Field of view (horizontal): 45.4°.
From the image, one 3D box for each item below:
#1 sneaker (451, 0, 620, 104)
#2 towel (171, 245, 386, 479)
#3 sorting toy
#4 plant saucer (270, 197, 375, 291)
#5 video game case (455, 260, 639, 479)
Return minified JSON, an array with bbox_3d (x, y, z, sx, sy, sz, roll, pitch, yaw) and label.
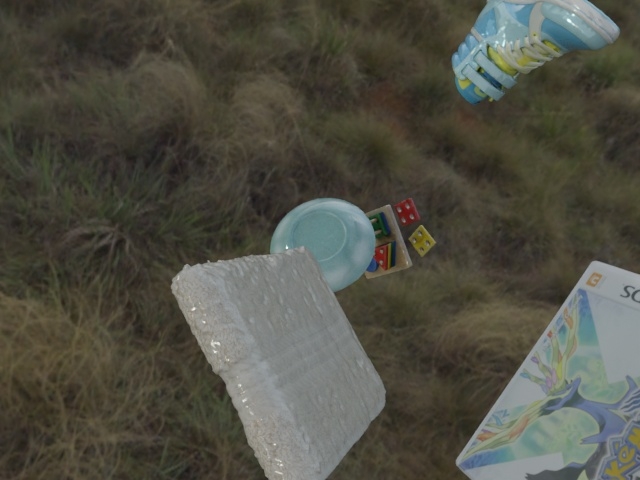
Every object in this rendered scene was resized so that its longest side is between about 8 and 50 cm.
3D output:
[{"bbox_3d":[0.336,-0.304,1.265,0.127,0.208,0.319,31,9,-24],"label":"sneaker"},{"bbox_3d":[-0.024,0.096,0.666,0.187,0.049,0.282,60,15,7],"label":"towel"},{"bbox_3d":[0.112,0.007,1.550,0.046,0.274,0.132,-21,91,-39],"label":"sorting toy"},{"bbox_3d":[0.000,0.000,1.368,0.194,0.037,0.195,-5,62,9],"label":"plant saucer"},{"bbox_3d":[0.325,0.193,0.874,0.036,0.329,0.300,35,-2,-22],"label":"video game case"}]
